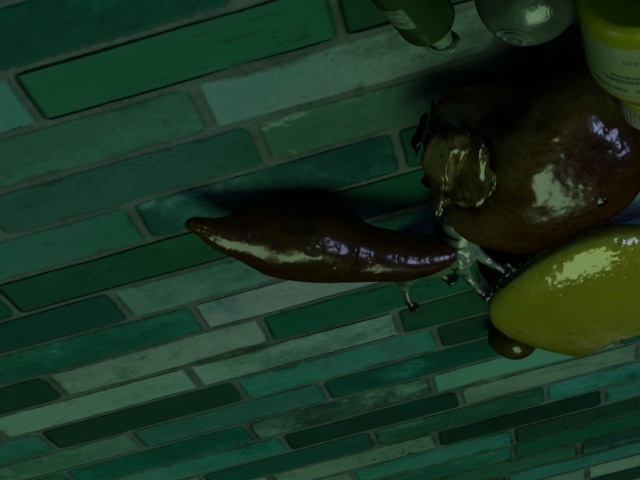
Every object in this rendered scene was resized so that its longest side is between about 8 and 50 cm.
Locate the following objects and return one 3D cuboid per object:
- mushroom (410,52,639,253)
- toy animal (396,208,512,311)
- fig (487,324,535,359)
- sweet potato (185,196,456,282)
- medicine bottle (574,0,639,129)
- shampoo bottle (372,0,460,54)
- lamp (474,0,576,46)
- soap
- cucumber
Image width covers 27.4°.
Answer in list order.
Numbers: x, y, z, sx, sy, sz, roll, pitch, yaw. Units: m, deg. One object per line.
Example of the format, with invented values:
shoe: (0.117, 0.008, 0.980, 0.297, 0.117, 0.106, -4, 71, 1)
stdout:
mushroom: (0.245, -0.093, 1.481, 0.283, 0.195, 0.263, -5, 157, -15)
toy animal: (0.160, 0.010, 1.746, 0.216, 0.073, 0.176, -16, 125, 43)
fig: (0.302, 0.154, 2.090, 0.074, 0.074, 0.088, 10, 173, -36)
sweet potato: (-0.005, 0.000, 1.639, 0.359, 0.112, 0.112, 8, 146, -28)
medicine bottle: (0.320, -0.189, 1.286, 0.121, 0.122, 0.212, -18, 149, 9)
shampoo bottle: (0.084, -0.240, 1.285, 0.065, 0.065, 0.204, -23, 151, 19)
lamp: (0.201, -0.241, 1.282, 0.105, 0.105, 0.105, -10, 152, -5)
soap: (0.442, 0.085, 1.974, 0.427, 0.115, 0.306, 16, 144, -43)
cucumber: (0.287, -0.014, 1.772, 0.074, 0.074, 0.241, 7, 145, -32)
